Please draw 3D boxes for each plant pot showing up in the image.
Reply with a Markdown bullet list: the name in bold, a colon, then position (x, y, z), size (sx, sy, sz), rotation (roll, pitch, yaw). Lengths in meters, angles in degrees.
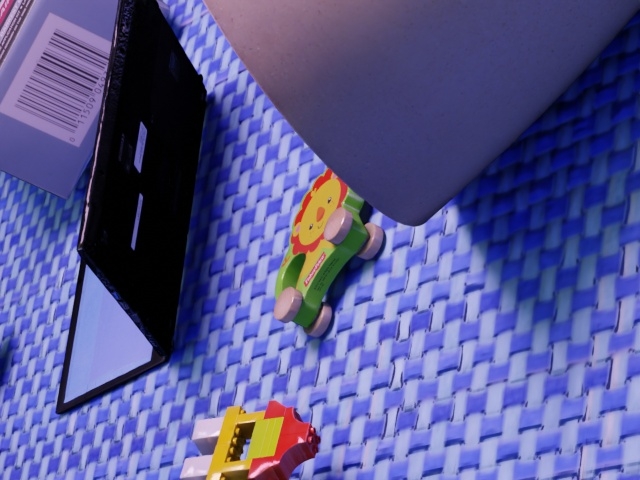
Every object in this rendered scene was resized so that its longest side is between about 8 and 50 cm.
- **plant pot**: position (0.093, -0.187, 1.019), size (0.274, 0.256, 0.256), rotation (-34, 40, 17)

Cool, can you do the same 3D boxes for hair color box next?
- **hair color box**: position (-0.269, -0.196, 1.661), size (0.185, 0.113, 0.374), rotation (-60, 27, 9)

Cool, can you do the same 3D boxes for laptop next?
- **laptop**: position (-0.167, -0.030, 1.381), size (0.136, 0.264, 0.234), rotation (-4, 61, 16)

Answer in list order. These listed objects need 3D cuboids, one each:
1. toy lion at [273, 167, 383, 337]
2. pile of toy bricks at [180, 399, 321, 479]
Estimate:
- **toy lion**: position (0.000, 0.000, 1.212), size (0.100, 0.034, 0.096), rotation (-58, 25, 15)
- **pile of toy bricks**: position (-0.029, 0.199, 1.070), size (0.105, 0.118, 0.212), rotation (-10, 39, 22)
